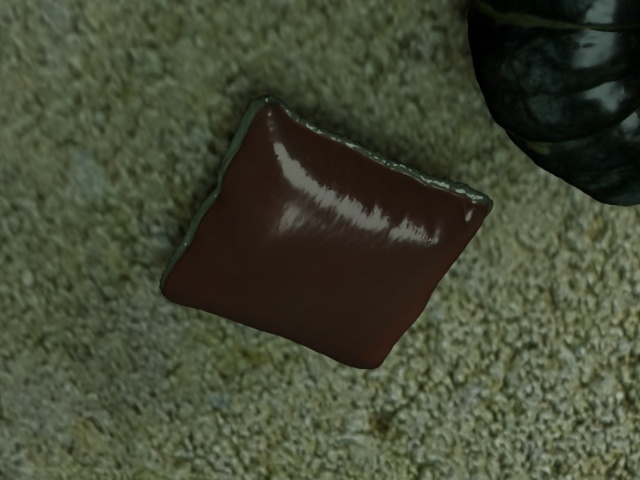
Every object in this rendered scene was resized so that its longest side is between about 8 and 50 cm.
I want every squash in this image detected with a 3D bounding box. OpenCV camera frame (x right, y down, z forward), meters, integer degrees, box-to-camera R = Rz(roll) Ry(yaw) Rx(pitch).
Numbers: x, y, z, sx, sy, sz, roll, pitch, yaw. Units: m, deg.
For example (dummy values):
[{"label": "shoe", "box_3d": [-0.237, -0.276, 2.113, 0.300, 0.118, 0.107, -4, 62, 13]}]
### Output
[{"label": "squash", "box_3d": [0.212, -0.144, 0.623, 0.252, 0.165, 0.252, -5, 120, -9]}]

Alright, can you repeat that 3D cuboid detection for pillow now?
[{"label": "pillow", "box_3d": [0.000, 0.000, 0.713, 0.179, 0.075, 0.171, 22, 118, -19]}]
